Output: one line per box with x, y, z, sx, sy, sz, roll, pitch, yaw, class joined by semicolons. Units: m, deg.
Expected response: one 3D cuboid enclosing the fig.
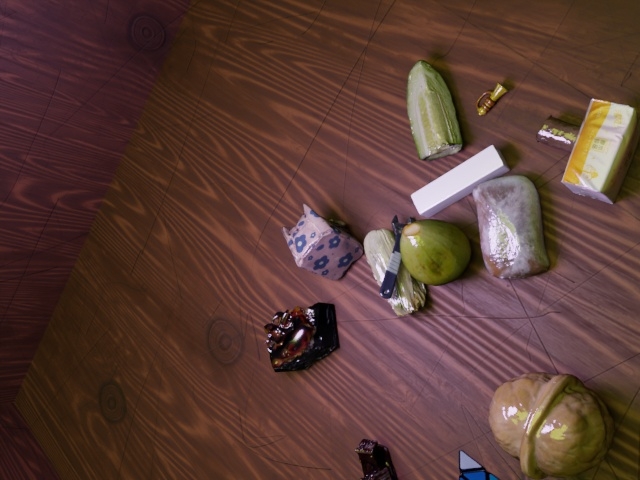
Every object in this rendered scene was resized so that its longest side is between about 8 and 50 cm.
0.335;0.036;1.707;0.207;0.229;0.208;1;91;48;fig

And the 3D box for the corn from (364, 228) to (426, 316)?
0.238;0.103;1.829;0.122;0.123;0.305;-35;67;24;corn

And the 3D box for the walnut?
0.587;0.474;1.460;0.296;0.285;0.286;20;95;41;walnut

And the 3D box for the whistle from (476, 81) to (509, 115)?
0.526;-0.444;1.758;0.109;0.046;0.057;-46;76;27;whistle

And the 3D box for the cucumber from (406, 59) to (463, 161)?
0.363;-0.419;1.832;0.145;0.105;0.326;-35;63;55;cucumber

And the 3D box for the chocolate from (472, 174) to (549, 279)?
0.547;-0.042;1.633;0.185;0.100;0.304;-11;79;23;chocolate

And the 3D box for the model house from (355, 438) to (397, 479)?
0.160;0.732;1.775;0.141;0.164;0.203;-31;65;21;model house

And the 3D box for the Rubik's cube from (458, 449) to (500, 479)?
0.452;0.760;1.529;0.249;0.234;0.285;1;84;34;Rubik's cube

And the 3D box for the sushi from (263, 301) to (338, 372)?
-0.084;0.340;1.963;0.227;0.212;0.216;-15;75;31;sushi

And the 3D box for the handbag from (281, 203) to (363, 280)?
0.000;0.000;1.939;0.190;0.251;0.193;-49;51;11;handbag

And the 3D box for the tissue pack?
0.747;-0.230;1.491;0.124;0.184;0.225;23;97;34;tissue pack

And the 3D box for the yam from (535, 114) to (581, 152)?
0.692;-0.299;1.603;0.127;0.084;0.084;31;101;36;yam

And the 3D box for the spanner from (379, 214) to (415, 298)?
0.236;0.046;1.788;0.087;0.024;0.316;24;59;-4;spanner

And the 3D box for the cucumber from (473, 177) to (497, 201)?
0.513;-0.144;1.723;0.048;0.048;0.105;42;103;31;cucumber

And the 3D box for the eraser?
0.434;-0.180;1.762;0.298;0.078;0.076;-32;67;27;eraser
